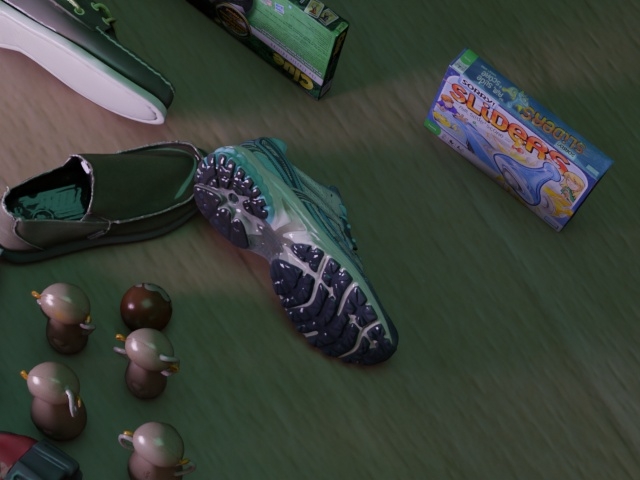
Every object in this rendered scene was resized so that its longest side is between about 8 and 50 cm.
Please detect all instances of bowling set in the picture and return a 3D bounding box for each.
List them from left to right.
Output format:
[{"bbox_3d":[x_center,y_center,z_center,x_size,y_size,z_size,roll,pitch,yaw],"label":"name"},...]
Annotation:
[{"bbox_3d":[-0.222,0.101,1.264,0.287,0.154,0.200,24,65,2],"label":"bowling set"}]

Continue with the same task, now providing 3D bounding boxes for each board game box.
[{"bbox_3d":[-0.086,-0.275,1.465,0.259,0.136,0.030,38,63,8],"label":"board game box"},{"bbox_3d":[0.214,-0.109,1.437,0.201,0.136,0.035,39,66,10],"label":"board game box"}]

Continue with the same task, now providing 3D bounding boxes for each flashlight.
[{"bbox_3d":[-0.376,0.177,1.242,0.304,0.103,0.103,30,41,11],"label":"flashlight"}]

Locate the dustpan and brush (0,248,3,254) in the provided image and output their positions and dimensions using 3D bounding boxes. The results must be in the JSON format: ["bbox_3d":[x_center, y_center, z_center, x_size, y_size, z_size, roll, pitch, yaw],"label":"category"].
[{"bbox_3d":[-0.440,0.046,1.295,0.211,0.060,0.147,-16,26,16],"label":"dustpan and brush"}]

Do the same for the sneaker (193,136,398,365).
[{"bbox_3d":[0.000,0.000,1.372,0.283,0.110,0.122,52,45,3],"label":"sneaker"}]

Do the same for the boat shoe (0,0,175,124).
[{"bbox_3d":[-0.281,-0.233,1.430,0.305,0.109,0.091,31,70,10],"label":"boat shoe"}]

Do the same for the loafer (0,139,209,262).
[{"bbox_3d":[-0.225,-0.046,1.366,0.251,0.087,0.094,-21,71,-17],"label":"loafer"}]
